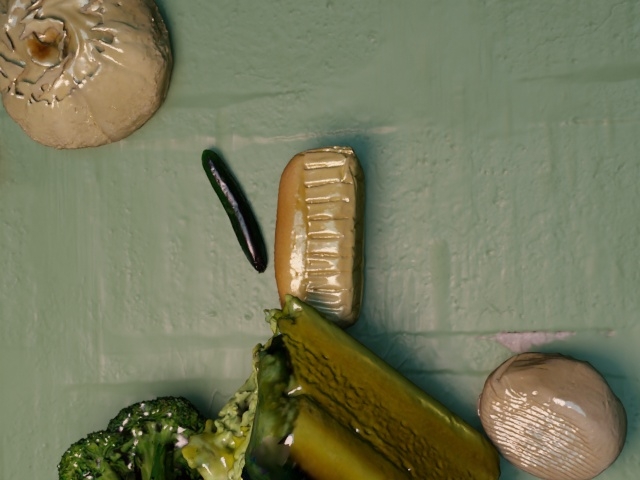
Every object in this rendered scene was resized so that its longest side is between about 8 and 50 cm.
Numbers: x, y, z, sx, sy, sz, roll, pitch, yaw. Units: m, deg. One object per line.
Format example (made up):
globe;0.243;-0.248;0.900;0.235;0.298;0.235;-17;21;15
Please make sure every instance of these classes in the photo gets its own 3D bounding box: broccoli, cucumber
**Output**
broccoli;-0.197;0.351;1.129;0.297;0.297;0.297;0;91;-4
cucumber;-0.114;-0.042;1.266;0.036;0.033;0.184;-26;85;-14

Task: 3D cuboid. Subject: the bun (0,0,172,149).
bun;-0.328;-0.256;1.250;0.259;0.152;0.259;-1;87;11

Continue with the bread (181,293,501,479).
bread;0.040;0.267;1.090;0.376;0.251;0.208;36;132;-13

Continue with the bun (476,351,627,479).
bun;0.287;0.206;1.150;0.173;0.113;0.166;44;135;-3

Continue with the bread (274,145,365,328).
bread;0.000;0.000;1.192;0.106;0.140;0.236;1;86;12
